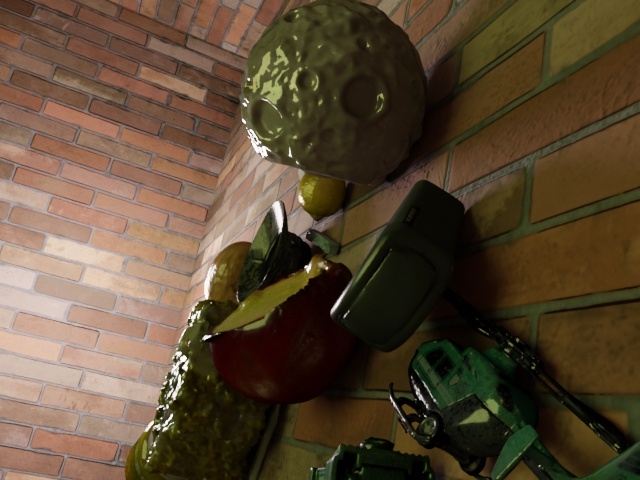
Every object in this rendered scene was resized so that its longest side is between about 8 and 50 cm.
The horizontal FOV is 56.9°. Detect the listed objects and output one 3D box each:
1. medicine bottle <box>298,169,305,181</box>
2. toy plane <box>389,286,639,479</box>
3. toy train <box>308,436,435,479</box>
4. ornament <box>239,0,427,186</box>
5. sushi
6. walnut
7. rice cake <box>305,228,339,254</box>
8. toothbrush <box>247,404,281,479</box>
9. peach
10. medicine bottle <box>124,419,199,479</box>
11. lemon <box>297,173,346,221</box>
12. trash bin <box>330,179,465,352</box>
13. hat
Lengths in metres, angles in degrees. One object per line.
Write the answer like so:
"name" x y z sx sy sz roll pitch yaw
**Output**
"medicine bottle" 0.004 -0.204 1.502 0.201 0.052 0.171 -104 36 -61
"toy plane" 0.175 0.170 0.599 0.155 0.106 0.382 -53 15 5
"toy train" 0.048 0.409 0.701 0.178 0.138 0.331 126 154 -64
"ornament" 0.026 -0.265 1.054 0.337 0.336 0.338 -162 90 -71
"sushi" -0.241 0.335 1.383 0.397 0.239 0.352 -88 21 -50
"walnut" -0.213 0.113 1.594 0.226 0.193 0.193 -62 20 7
"rice cake" 0.000 0.000 1.333 0.180 0.042 0.031 -147 73 -72
"toothbrush" -0.113 0.415 1.294 0.028 0.026 0.295 -159 87 -80
"peach" -0.037 0.170 1.057 0.361 0.201 0.257 -31 6 42
"medicine bottle" -0.395 0.589 1.627 0.384 0.224 0.225 -49 29 47
"lemon" 0.003 -0.108 1.323 0.109 0.108 0.133 -165 87 -71
"trash bin" 0.109 0.034 0.793 0.177 0.101 0.236 -61 -4 34
"hat" -0.094 0.045 1.420 0.265 0.128 0.266 -48 30 40
